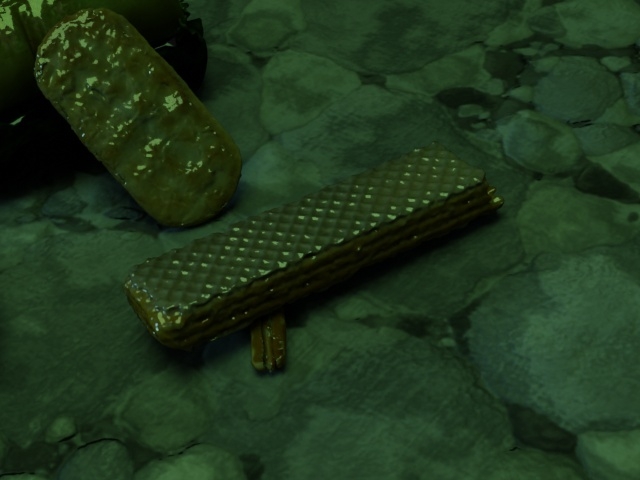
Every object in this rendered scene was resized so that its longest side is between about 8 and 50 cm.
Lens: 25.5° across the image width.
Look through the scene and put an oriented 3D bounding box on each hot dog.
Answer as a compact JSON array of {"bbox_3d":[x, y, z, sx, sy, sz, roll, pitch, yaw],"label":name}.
[{"bbox_3d":[-0.048,0.088,1.300,0.037,0.021,0.083,-11,45,9],"label":"hot dog"}]

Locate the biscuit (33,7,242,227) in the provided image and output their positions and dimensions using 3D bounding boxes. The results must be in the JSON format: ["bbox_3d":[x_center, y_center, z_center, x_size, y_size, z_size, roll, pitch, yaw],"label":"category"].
[{"bbox_3d":[-0.180,-0.122,1.410,0.118,0.029,0.247,-44,98,-16],"label":"biscuit"}]

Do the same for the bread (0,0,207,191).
[{"bbox_3d":[-0.301,-0.214,1.512,0.377,0.208,0.251,-32,46,-19],"label":"bread"}]

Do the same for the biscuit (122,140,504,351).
[{"bbox_3d":[0.000,0.000,1.336,0.379,0.054,0.094,-23,41,-21],"label":"biscuit"}]
